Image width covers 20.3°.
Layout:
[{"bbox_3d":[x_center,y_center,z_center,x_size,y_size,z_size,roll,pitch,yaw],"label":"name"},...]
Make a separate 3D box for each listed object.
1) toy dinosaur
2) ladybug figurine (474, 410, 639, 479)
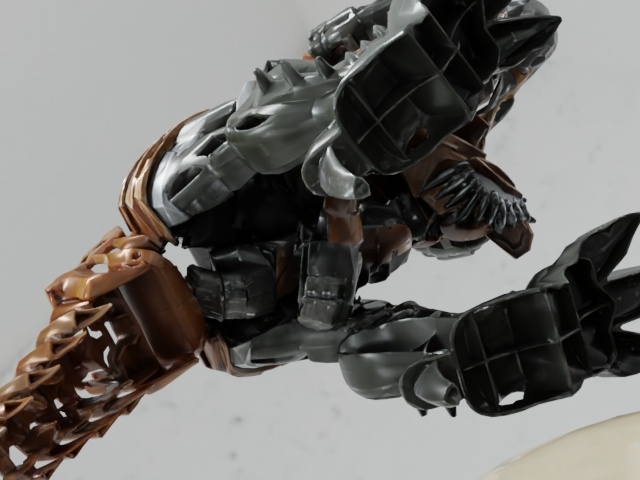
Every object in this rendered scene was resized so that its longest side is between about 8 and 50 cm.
[{"bbox_3d":[0.000,0.000,0.653,0.164,0.218,0.322,45,-121,-29],"label":"toy dinosaur"},{"bbox_3d":[0.173,0.174,0.527,0.305,0.449,0.162,27,-117,-8],"label":"ladybug figurine"}]
